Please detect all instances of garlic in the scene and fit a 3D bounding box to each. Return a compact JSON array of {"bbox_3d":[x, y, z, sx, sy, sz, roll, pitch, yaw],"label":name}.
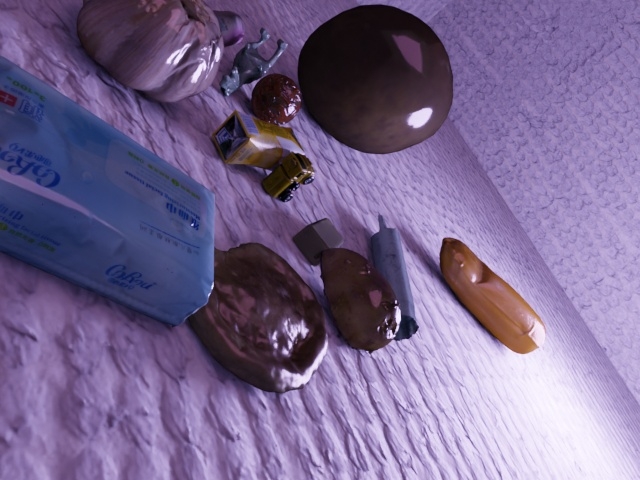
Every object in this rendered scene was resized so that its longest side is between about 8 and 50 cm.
[{"bbox_3d":[-0.232,-0.307,0.827,0.227,0.152,0.228,33,38,-31],"label":"garlic"}]

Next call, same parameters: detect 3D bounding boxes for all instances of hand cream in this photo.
[{"bbox_3d":[-0.238,-0.378,1.036,0.111,0.070,0.312,52,29,-7],"label":"hand cream"}]

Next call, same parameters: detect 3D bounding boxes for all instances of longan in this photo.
[{"bbox_3d":[0.135,-0.379,1.383,0.404,0.337,0.404,17,6,-2],"label":"longan"}]

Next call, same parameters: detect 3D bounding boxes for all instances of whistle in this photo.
[{"bbox_3d":[0.133,0.057,1.084,0.062,0.062,0.312,40,26,-25],"label":"whistle"}]

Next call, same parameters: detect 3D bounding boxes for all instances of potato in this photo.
[{"bbox_3d":[0.069,0.086,0.864,0.172,0.089,0.100,59,28,-11],"label":"potato"}]

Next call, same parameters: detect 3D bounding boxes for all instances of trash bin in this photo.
[{"bbox_3d":[0.000,0.000,0.955,0.061,0.043,0.092,52,20,2],"label":"trash bin"}]

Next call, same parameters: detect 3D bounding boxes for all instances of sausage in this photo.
[{"bbox_3d":[0.399,0.127,1.395,0.354,0.116,0.134,45,39,-7],"label":"sausage"}]

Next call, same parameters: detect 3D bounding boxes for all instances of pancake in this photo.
[{"bbox_3d":[-0.069,0.084,0.710,0.236,0.042,0.223,22,36,-50],"label":"pancake"}]

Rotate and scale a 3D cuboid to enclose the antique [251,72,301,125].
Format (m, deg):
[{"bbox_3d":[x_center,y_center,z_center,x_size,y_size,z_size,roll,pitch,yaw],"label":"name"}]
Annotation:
[{"bbox_3d":[-0.085,-0.271,1.111,0.104,0.104,0.104,40,26,-24],"label":"antique"}]

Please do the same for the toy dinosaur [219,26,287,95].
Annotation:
[{"bbox_3d":[-0.120,-0.383,1.173,0.076,0.129,0.383,51,22,-17],"label":"toy dinosaur"}]

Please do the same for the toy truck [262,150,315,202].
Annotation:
[{"bbox_3d":[-0.052,-0.108,0.958,0.054,0.083,0.049,8,48,-58],"label":"toy truck"}]

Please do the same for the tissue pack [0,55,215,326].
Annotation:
[{"bbox_3d":[-0.223,-0.044,0.559,0.263,0.089,0.177,33,32,-35],"label":"tissue pack"}]

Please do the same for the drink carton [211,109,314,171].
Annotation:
[{"bbox_3d":[-0.083,-0.158,0.974,0.200,0.084,0.075,3,51,-56],"label":"drink carton"}]
